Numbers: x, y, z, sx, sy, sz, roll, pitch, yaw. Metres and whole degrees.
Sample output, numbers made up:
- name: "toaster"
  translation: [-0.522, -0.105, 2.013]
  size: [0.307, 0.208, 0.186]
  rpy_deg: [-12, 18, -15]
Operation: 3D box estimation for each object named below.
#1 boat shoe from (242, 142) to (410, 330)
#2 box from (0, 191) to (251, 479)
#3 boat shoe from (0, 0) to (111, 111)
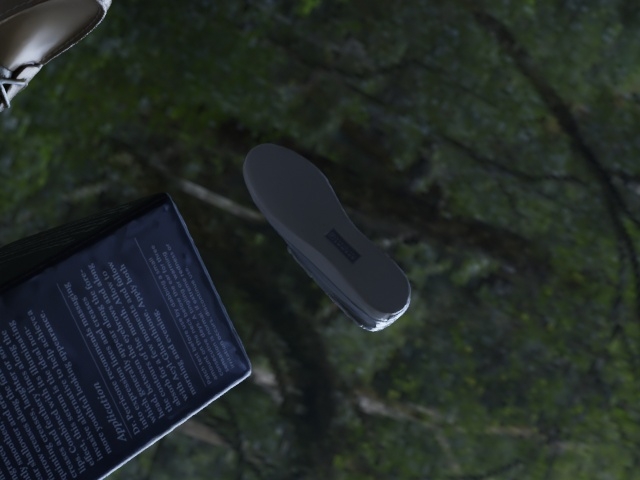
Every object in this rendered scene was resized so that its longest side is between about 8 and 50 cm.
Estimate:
- name: "boat shoe"
  translation: [0.000, 0.000, 1.448]
  size: [0.066, 0.184, 0.063]
  rpy_deg: [-44, 174, -32]
- name: "box"
  translation: [-0.321, 0.145, 1.709]
  size: [0.293, 0.395, 0.212]
  rpy_deg: [-15, -77, 47]
- name: "boat shoe"
  translation: [-0.303, -0.152, 1.549]
  size: [0.302, 0.109, 0.098]
  rpy_deg: [-24, -122, 24]
